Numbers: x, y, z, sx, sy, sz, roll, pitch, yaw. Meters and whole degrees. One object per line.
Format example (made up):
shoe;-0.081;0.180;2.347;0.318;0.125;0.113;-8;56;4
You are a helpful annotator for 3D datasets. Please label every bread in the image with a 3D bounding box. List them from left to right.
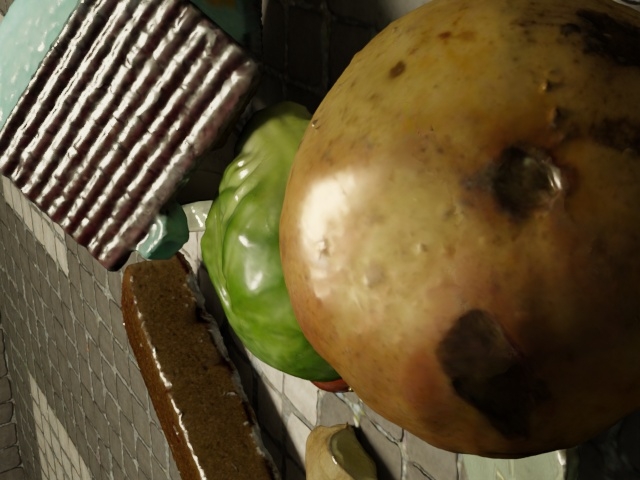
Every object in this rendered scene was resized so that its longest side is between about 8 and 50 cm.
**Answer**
bread;-0.154;0.226;1.286;0.165;0.113;0.417;102;146;-56

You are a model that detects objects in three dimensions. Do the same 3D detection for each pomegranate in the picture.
pomegranate;0.111;-0.016;0.578;0.281;0.281;0.281;34;130;51

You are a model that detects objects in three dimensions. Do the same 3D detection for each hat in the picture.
hat;-0.157;-0.064;1.092;0.275;0.232;0.161;-146;61;-64

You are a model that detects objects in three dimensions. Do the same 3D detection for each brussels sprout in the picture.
brussels sprout;0.000;0.000;0.847;0.244;0.244;0.244;34;130;51

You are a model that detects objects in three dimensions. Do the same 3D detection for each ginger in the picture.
ginger;0.014;0.300;1.088;0.137;0.074;0.213;-107;27;-43

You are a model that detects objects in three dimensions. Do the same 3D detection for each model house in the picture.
model house;-0.140;-0.138;0.898;0.280;0.230;0.249;-49;64;28

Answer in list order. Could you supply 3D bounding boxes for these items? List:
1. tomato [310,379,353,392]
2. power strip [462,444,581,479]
tomato;0.006;0.095;0.992;0.159;0.091;0.139;-34;72;62
power strip;0.159;0.136;0.747;0.198;0.064;0.213;99;164;-48
